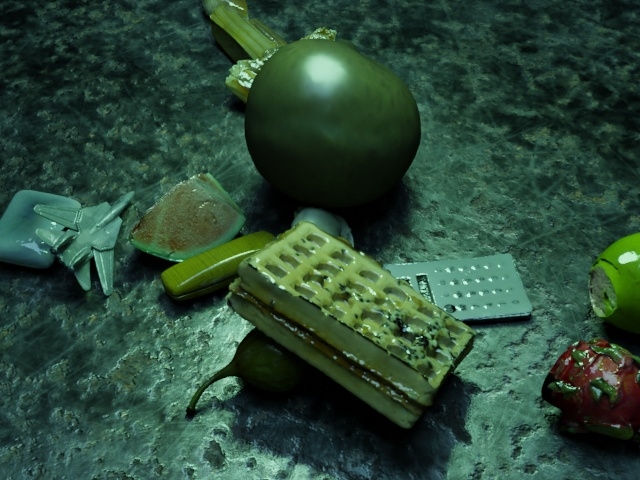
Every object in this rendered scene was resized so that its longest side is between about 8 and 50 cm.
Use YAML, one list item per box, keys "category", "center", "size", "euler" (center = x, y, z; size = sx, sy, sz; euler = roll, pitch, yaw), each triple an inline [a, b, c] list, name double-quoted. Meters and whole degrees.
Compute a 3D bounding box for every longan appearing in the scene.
- category: "longan"
  center: [0.024, -0.227, 1.859]
  size: [0.361, 0.361, 0.361]
  euler: [0, 46, 0]

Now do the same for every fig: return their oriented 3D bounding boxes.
- category: "fig"
  center: [-0.124, 0.220, 1.599]
  size: [0.236, 0.124, 0.124]
  euler: [-25, 49, 0]

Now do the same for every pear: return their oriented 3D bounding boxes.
- category: "pear"
  center: [0.596, 0.074, 1.686]
  size: [0.219, 0.187, 0.187]
  euler: [-3, 46, -8]

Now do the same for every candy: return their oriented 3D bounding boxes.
- category: "candy"
  center: [-0.553, -0.022, 1.842]
  size: [0.138, 0.071, 0.174]
  euler: [11, 47, 5]

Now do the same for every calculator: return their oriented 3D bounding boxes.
- category: "calculator"
  center: [0.247, 0.093, 1.774]
  size: [0.261, 0.021, 0.161]
  euler: [-5, 46, -6]

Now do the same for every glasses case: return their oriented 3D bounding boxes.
- category: "glasses case"
  center: [-0.182, 0.047, 1.783]
  size: [0.234, 0.064, 0.079]
  euler: [-23, 47, -22]

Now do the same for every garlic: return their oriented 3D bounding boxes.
- category: "garlic"
  center: [-0.252, -0.612, 2.422]
  size: [0.101, 0.087, 0.195]
  euler: [-2, 41, -22]

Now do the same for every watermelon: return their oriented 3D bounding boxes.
- category: "watermelon"
  center: [-0.248, -0.022, 1.840]
  size: [0.146, 0.128, 0.231]
  euler: [45, 71, 3]

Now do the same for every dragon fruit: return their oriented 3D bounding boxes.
- category: "dragon fruit"
  center: [0.460, 0.252, 1.535]
  size: [0.172, 0.166, 0.160]
  euler: [26, 11, 37]

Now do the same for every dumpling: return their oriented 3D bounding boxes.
- category: "dumpling"
  center: [0.000, 0.000, 1.813]
  size: [0.127, 0.108, 0.188]
  euler: [23, 30, -12]

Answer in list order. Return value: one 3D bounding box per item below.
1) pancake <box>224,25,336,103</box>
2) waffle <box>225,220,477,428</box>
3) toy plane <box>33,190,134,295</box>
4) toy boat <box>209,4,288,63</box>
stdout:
- category: "pancake"
  center: [-0.053, -0.382, 2.133]
  size: [0.266, 0.057, 0.244]
  euler: [29, 89, -4]
- category: "waffle"
  center: [0.053, 0.127, 1.570]
  size: [0.376, 0.114, 0.261]
  euler: [34, 25, 13]
- category: "toy plane"
  center: [-0.433, -0.026, 1.838]
  size: [0.088, 0.212, 0.267]
  euler: [-31, 16, 26]
- category: "toy boat"
  center: [-0.152, -0.462, 2.266]
  size: [0.115, 0.089, 0.310]
  euler: [-27, 52, -21]
